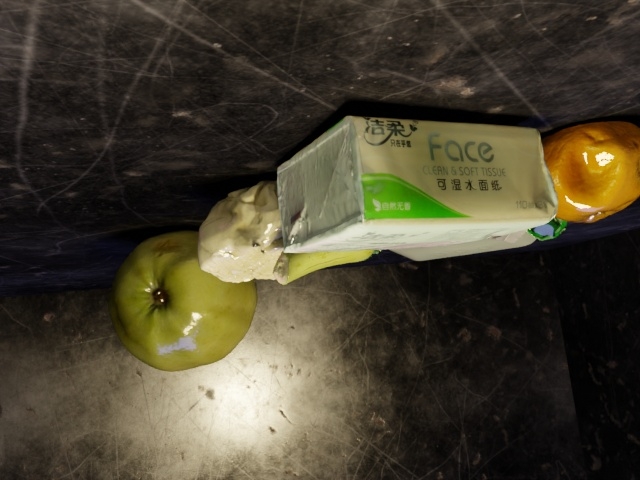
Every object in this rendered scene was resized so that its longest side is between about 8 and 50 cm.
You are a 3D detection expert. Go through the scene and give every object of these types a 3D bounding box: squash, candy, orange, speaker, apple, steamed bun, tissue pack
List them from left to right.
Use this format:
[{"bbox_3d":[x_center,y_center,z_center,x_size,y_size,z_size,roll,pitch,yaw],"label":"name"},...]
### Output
[{"bbox_3d":[-0.431,0.182,1.646,0.474,0.473,0.473,-6,172,-1],"label":"apple"},{"bbox_3d":[-0.129,-0.031,1.213,0.320,0.206,0.275,8,148,-38],"label":"steamed bun"},{"bbox_3d":[0.016,0.024,1.115,0.250,0.083,0.083,-17,178,-32],"label":"squash"},{"bbox_3d":[0.161,-0.092,0.986,0.405,0.205,0.332,-1,170,-26],"label":"tissue pack"},{"bbox_3d":[0.373,-0.060,1.463,0.406,0.183,0.184,-11,165,36],"label":"speaker"},{"bbox_3d":[0.412,-0.101,1.202,0.323,0.097,0.097,27,170,-1],"label":"candy"},{"bbox_3d":[0.549,-0.129,1.084,0.249,0.183,0.249,-5,172,-1],"label":"orange"}]

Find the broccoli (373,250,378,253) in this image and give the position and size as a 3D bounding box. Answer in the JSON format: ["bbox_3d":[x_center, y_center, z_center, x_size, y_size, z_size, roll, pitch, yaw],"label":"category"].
[{"bbox_3d":[0.074,-0.052,1.327,0.194,0.194,0.220,-12,140,36],"label":"broccoli"}]

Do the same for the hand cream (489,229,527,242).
[{"bbox_3d":[0.329,-0.064,1.265,0.314,0.089,0.139,18,168,13],"label":"hand cream"}]
